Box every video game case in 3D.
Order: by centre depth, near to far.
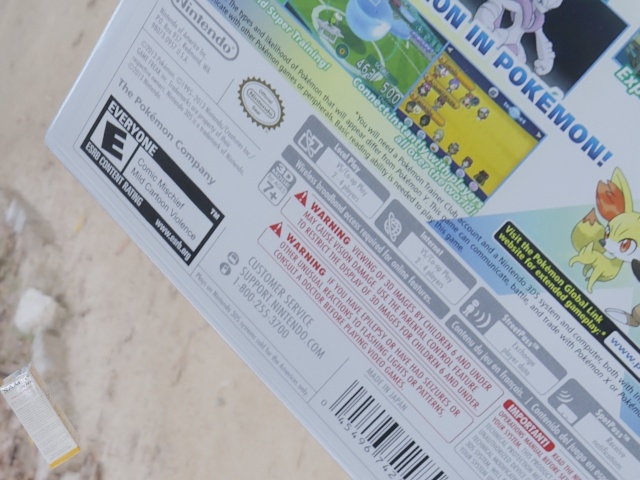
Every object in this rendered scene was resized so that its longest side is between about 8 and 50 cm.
[{"bbox_3d":[0.052,-0.036,0.460,0.329,0.036,0.300,46,124,10],"label":"video game case"}]

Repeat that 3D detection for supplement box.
[{"bbox_3d":[-0.285,0.178,1.099,0.036,0.098,0.062,-32,9,-10],"label":"supplement box"}]
